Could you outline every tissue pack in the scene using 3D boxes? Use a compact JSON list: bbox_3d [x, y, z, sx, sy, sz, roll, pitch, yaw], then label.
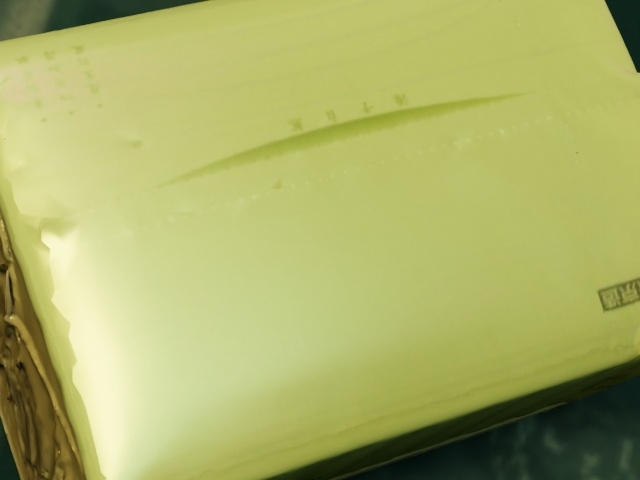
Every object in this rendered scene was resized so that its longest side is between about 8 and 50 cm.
[{"bbox_3d":[0.000,0.000,0.522,0.234,0.125,0.159,-14,75,-22],"label":"tissue pack"}]
